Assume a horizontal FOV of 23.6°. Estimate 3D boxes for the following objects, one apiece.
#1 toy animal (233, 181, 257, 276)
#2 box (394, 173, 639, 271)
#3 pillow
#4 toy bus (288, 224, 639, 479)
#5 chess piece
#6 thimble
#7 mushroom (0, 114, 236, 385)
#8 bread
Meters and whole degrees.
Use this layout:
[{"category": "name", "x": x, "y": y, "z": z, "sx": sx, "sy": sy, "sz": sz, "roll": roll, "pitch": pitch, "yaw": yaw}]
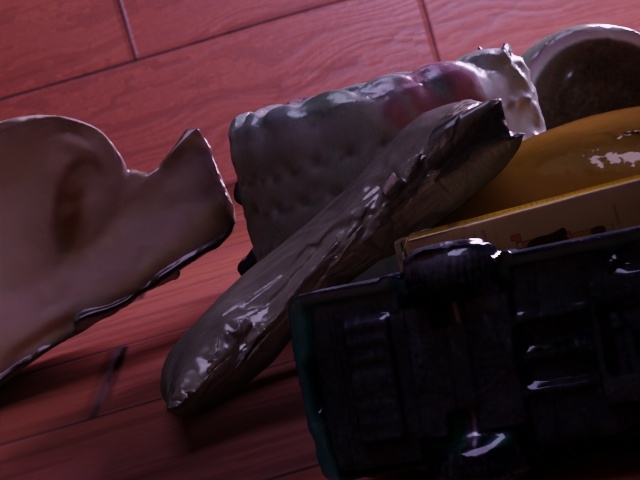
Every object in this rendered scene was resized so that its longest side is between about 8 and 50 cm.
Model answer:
[{"category": "toy animal", "x": -0.001, "y": 0.003, "z": 1.204, "sx": 0.117, "sy": 0.121, "sz": 0.210, "roll": -59, "pitch": -12, "yaw": -1}, {"category": "box", "x": 0.115, "y": 0.015, "z": 0.731, "sx": 0.149, "sy": 0.073, "sz": 0.020, "roll": -14, "pitch": 5, "yaw": 9}, {"category": "pillow", "x": 0.001, "y": 0.011, "z": 0.813, "sx": 0.230, "sy": 0.050, "sz": 0.148, "roll": -40, "pitch": -1, "yaw": -4}, {"category": "toy bus", "x": 0.120, "y": 0.031, "z": 0.551, "sx": 0.262, "sy": 0.091, "sz": 0.109, "roll": -11, "pitch": -2, "yaw": 29}, {"category": "chess piece", "x": 0.180, "y": -0.070, "z": 1.193, "sx": 0.139, "sy": 0.139, "sz": 0.271, "roll": -17, "pitch": -6, "yaw": -10}, {"category": "thimble", "x": 0.055, "y": -0.037, "z": 0.997, "sx": 0.211, "sy": 0.149, "sz": 0.185, "roll": -14, "pitch": 5, "yaw": 13}, {"category": "mushroom", "x": -0.195, "y": -0.009, "z": 1.112, "sx": 0.236, "sy": 0.162, "sz": 0.173, "roll": -33, "pitch": 7, "yaw": -15}, {"category": "bread", "x": 0.163, "y": -0.021, "z": 0.833, "sx": 0.217, "sy": 0.098, "sz": 0.147, "roll": -13, "pitch": 11, "yaw": 35}]
